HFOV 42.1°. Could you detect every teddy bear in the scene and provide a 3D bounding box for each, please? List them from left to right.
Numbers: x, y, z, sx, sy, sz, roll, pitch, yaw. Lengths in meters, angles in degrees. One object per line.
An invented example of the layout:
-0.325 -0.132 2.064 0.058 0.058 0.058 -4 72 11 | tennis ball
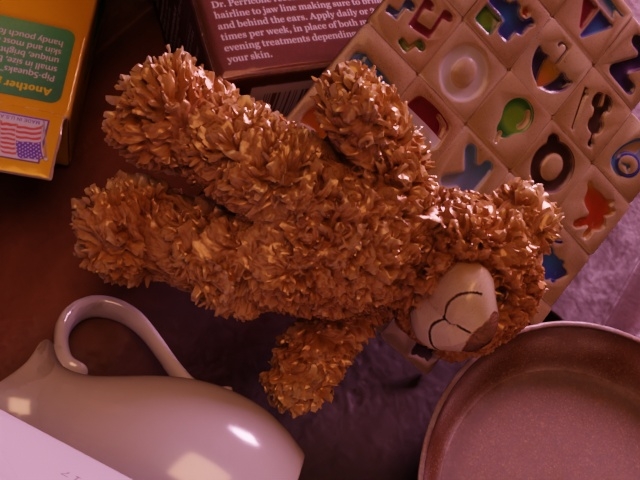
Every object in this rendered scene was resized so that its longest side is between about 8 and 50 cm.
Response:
0.000 0.000 0.566 0.338 0.113 0.245 36 96 -12 | teddy bear

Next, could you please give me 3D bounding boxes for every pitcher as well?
-0.113 0.127 0.566 0.207 0.125 0.178 21 45 3 | pitcher

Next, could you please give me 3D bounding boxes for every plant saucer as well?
0.212 0.215 0.644 0.310 0.050 0.310 7 64 -14 | plant saucer

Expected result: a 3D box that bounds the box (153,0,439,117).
-0.059 -0.275 0.736 0.191 0.143 0.381 -11 72 -19 | box

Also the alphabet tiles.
0.132 -0.074 0.669 0.285 0.011 0.342 41 84 -21 | alphabet tiles

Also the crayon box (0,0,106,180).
-0.283 -0.189 0.665 0.203 0.083 0.323 10 64 -11 | crayon box

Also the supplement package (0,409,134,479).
-0.162 0.239 0.311 0.177 0.175 0.293 27 92 0 | supplement package
